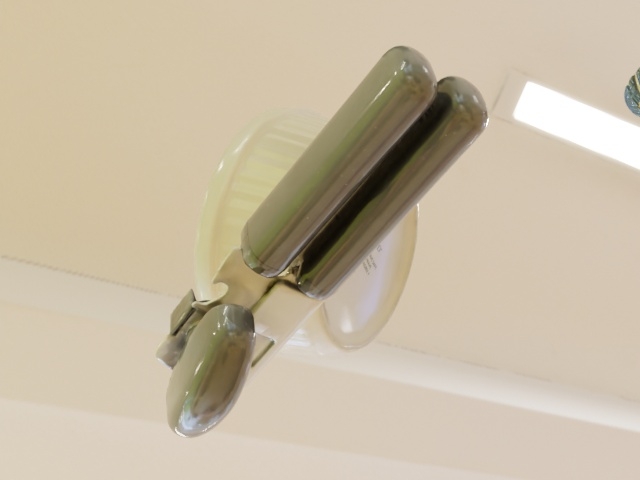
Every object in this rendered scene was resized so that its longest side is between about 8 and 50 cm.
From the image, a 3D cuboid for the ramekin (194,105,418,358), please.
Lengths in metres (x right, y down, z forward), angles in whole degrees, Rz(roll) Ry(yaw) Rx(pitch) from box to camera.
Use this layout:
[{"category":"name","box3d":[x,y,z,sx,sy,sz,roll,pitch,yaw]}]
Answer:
[{"category":"ramekin","box3d":[0.000,0.000,0.925,0.273,0.127,0.272,-30,-53,-51]}]

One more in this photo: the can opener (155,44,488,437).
[{"category":"can opener","box3d":[-0.008,0.018,0.534,0.076,0.095,0.283,24,-56,-27]}]

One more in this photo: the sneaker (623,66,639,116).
[{"category":"sneaker","box3d":[0.290,-0.125,0.642,0.135,0.058,0.052,-24,-95,30]}]
